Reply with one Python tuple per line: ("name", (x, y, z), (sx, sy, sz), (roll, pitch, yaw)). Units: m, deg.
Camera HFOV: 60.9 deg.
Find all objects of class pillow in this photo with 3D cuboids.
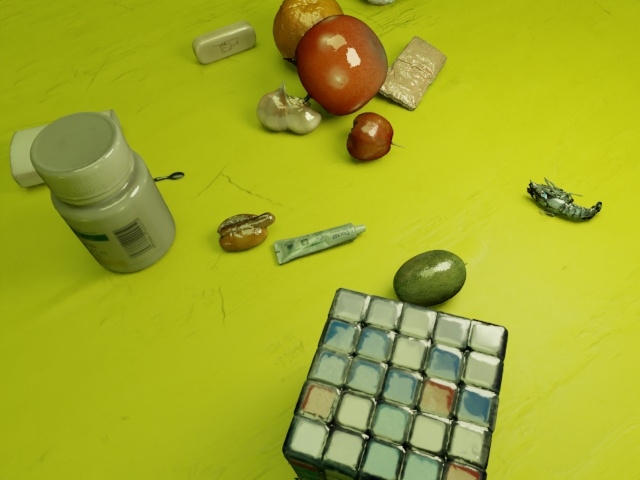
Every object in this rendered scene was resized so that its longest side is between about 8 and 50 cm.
("pillow", (0.261, -0.474, 1.527), (0.126, 0.043, 0.232), (33, 70, 2))

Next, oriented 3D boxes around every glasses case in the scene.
("glasses case", (-0.294, -0.607, 1.667), (0.196, 0.083, 0.050), (-25, 57, -9))

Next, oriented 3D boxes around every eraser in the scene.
("eraser", (-0.676, -0.248, 1.458), (0.270, 0.094, 0.174), (-14, 56, -5))

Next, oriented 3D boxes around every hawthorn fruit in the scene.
("hawthorn fruit", (0.129, -0.263, 1.387), (0.140, 0.125, 0.125), (2, 49, -34))

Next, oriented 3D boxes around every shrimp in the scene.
("shrimp", (0.557, -0.091, 1.252), (0.174, 0.082, 0.076), (21, 56, 10))

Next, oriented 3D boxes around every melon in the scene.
("melon", (0.235, 0.080, 1.147), (0.168, 0.114, 0.114), (-21, 57, -7))

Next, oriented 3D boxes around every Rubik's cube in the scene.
("Rubik's cube", (0.127, 0.290, 0.915), (0.287, 0.291, 0.293), (13, 57, 13))

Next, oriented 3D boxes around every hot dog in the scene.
("hot dog", (-0.174, -0.024, 1.285), (0.140, 0.060, 0.089), (-6, 61, -3))

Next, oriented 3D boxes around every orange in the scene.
("orange", (-0.031, -0.614, 1.584), (0.220, 0.193, 0.219), (-12, 48, 14))

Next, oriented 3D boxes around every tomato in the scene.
("tomato", (0.054, -0.456, 1.420), (0.225, 0.256, 0.255), (-25, 49, 32))

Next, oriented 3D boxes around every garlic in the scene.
("garlic", (-0.082, -0.349, 1.472), (0.175, 0.099, 0.124), (18, 81, 14))

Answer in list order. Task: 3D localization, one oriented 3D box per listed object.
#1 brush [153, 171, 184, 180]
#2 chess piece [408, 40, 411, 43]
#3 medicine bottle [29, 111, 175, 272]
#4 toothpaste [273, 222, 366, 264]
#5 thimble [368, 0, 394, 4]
("brush", (-0.399, -0.167, 1.430), (0.083, 0.008, 0.024), (-10, 60, -2))
("chess piece", (0.284, -0.562, 1.616), (0.035, 0.035, 0.092), (-16, 53, -5))
("medicine bottle", (-0.466, -0.098, 1.192), (0.209, 0.339, 0.208), (-3, 56, 4))
("toothpaste", (0.000, 0.000, 1.268), (0.218, 0.041, 0.064), (-16, 62, -1))
("thimble", (0.203, -0.870, 1.727), (0.211, 0.185, 0.149), (-38, 54, 19))
